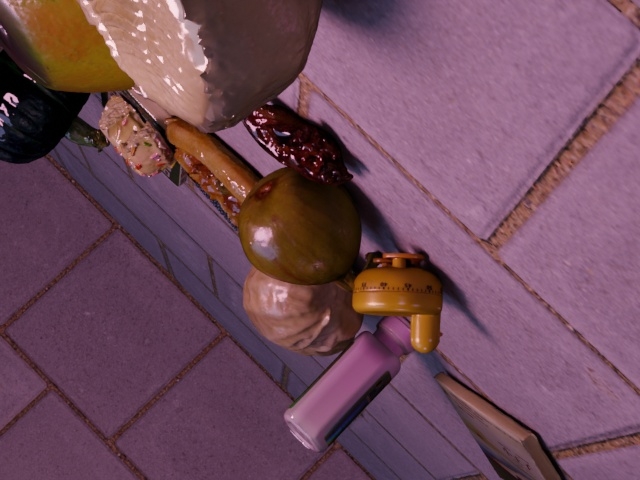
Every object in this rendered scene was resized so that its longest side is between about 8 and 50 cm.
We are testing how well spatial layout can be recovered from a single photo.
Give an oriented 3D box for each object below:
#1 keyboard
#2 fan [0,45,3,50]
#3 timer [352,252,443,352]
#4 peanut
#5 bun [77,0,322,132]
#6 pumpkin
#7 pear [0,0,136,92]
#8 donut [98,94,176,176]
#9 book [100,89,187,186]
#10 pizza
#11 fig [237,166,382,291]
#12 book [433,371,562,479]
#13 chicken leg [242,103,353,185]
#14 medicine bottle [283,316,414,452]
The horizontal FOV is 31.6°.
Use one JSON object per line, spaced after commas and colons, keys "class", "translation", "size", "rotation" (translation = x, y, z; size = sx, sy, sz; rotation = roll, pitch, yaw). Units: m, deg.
{"class": "keyboard", "translation": [-0.196, -0.084, 1.982], "size": [0.204, 0.013, 0.061], "rotation": [49, 167, -13]}
{"class": "fan", "translation": [-0.451, -0.327, 1.731], "size": [0.329, 0.190, 0.009], "rotation": [-12, 129, 49]}
{"class": "timer", "translation": [0.090, 0.073, 1.305], "size": [0.107, 0.109, 0.107], "rotation": [3, 173, 0]}
{"class": "peanut", "translation": [-0.025, 0.083, 1.624], "size": [0.174, 0.158, 0.340], "rotation": [2, 172, -5]}
{"class": "bun", "translation": [-0.099, -0.218, 0.880], "size": [0.259, 0.152, 0.259], "rotation": [46, 158, 25]}
{"class": "pumpkin", "translation": [-0.458, -0.224, 1.877], "size": [0.248, 0.248, 0.248], "rotation": [43, 168, 12]}
{"class": "pear", "translation": [-0.319, -0.301, 1.313], "size": [0.399, 0.165, 0.399], "rotation": [43, 168, 12]}
{"class": "donut", "translation": [-0.283, -0.149, 1.759], "size": [0.166, 0.065, 0.108], "rotation": [40, 166, 46]}
{"class": "book", "translation": [-0.289, -0.196, 1.859], "size": [0.202, 0.027, 0.264], "rotation": [48, 166, 3]}
{"class": "pizza", "translation": [-0.132, -0.075, 1.687], "size": [0.292, 0.058, 0.197], "rotation": [42, 168, 15]}
{"class": "fig", "translation": [-0.016, 0.001, 1.342], "size": [0.148, 0.142, 0.186], "rotation": [-96, -17, -65]}
{"class": "book", "translation": [0.284, 0.317, 1.650], "size": [0.201, 0.026, 0.289], "rotation": [33, 164, 50]}
{"class": "chicken leg", "translation": [-0.043, -0.123, 1.253], "size": [0.219, 0.048, 0.089], "rotation": [39, 163, 30]}
{"class": "medicine bottle", "translation": [0.047, 0.195, 1.585], "size": [0.078, 0.219, 0.115], "rotation": [42, 167, 14]}
